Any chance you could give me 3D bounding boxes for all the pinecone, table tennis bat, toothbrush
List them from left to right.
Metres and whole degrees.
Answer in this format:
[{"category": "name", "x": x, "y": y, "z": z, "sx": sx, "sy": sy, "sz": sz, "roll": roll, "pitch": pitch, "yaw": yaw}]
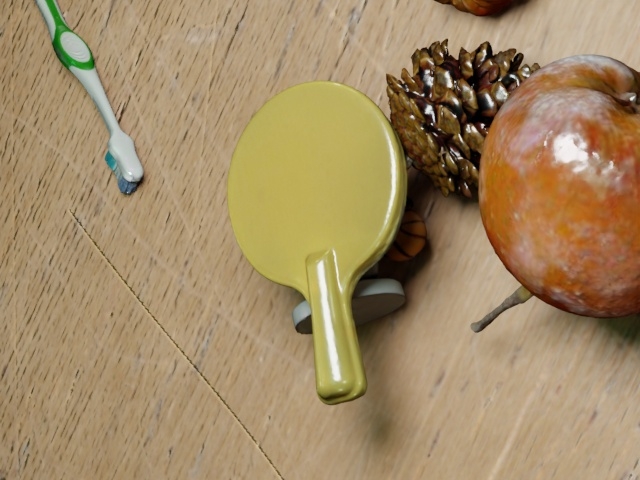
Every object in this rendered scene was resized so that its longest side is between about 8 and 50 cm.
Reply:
[{"category": "toothbrush", "x": -0.298, "y": -0.234, "z": 2.053, "sx": 0.418, "sy": 0.042, "sz": 0.040, "roll": 63, "pitch": 145, "yaw": 23}, {"category": "table tennis bat", "x": 0.000, "y": 0.000, "z": 1.675, "sx": 0.198, "sy": 0.050, "sz": 0.321, "roll": -15, "pitch": 76, "yaw": 27}, {"category": "pinecone", "x": 0.145, "y": -0.125, "z": 1.692, "sx": 0.173, "sy": 0.173, "sz": 0.173, "roll": -6, "pitch": 78, "yaw": 31}]

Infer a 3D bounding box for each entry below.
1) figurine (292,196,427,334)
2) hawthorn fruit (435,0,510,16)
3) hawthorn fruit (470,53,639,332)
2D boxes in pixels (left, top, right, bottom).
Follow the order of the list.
[{"category": "figurine", "x": 0.011, "y": -0.037, "z": 1.771, "sx": 0.176, "sy": 0.133, "sz": 0.236, "roll": -23, "pitch": 72, "yaw": 17}, {"category": "hawthorn fruit", "x": 0.159, "y": -0.289, "z": 1.740, "sx": 0.125, "sy": 0.140, "sz": 0.125, "roll": 12, "pitch": 123, "yaw": 19}, {"category": "hawthorn fruit", "x": 0.264, "y": -0.035, "z": 1.560, "sx": 0.235, "sy": 0.231, "sz": 0.263, "roll": -141, "pitch": 40, "yaw": -71}]
